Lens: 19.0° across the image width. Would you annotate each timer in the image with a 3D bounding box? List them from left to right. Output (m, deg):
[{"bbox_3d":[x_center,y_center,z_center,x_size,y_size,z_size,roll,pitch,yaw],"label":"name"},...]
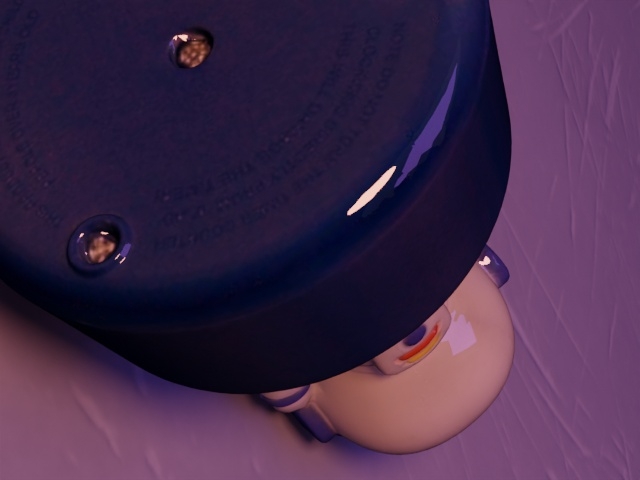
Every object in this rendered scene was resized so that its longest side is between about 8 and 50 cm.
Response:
[{"bbox_3d":[0.000,0.000,1.022,0.383,0.270,0.270,56,34,-55],"label":"timer"}]
